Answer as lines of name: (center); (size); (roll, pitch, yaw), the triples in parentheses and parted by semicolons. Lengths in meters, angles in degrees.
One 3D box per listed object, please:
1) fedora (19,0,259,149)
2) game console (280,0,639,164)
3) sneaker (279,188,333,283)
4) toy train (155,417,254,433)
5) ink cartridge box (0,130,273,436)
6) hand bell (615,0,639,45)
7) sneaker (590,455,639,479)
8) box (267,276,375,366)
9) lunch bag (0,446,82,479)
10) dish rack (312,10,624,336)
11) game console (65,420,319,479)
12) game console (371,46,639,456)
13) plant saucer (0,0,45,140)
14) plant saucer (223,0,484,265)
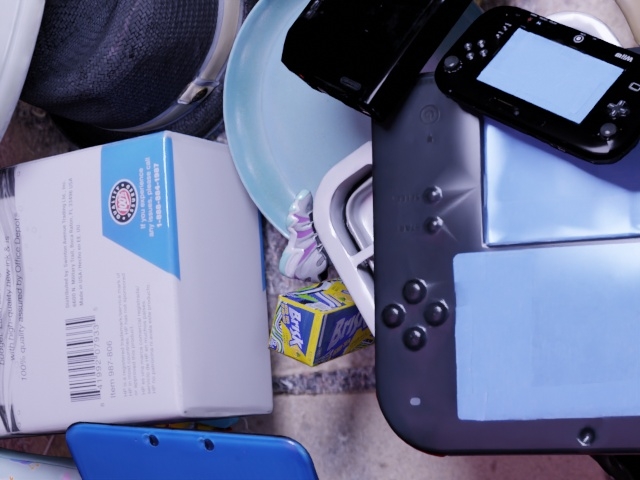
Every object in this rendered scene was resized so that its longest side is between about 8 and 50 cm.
fedora: (-0.227, -0.229, 1.674); (0.334, 0.152, 0.334); (5, 100, 32)
game console: (0.144, -0.176, 1.370); (0.361, 0.044, 0.213); (29, 80, 36)
sneaker: (0.000, 0.000, 1.573); (0.069, 0.038, 0.098); (19, 121, 18)
toy train: (-0.125, 0.223, 1.747); (0.166, 0.046, 0.125); (-38, 78, 34)
ink cartridge box: (-0.261, 0.063, 1.706); (0.395, 0.166, 0.285); (-9, 80, 33)
hand bell: (0.319, -0.141, 1.387); (0.126, 0.126, 0.242); (-10, 103, 33)
sneaker: (0.268, 0.155, 1.425); (0.293, 0.146, 0.102); (25, 110, 26)
box: (0.019, 0.074, 1.556); (0.054, 0.169, 0.059); (20, 107, 28)
lunch bag: (-0.324, 0.350, 1.765); (0.223, 0.160, 0.262); (10, 116, -13)
dish rack: (0.183, -0.012, 1.431); (0.333, 0.072, 0.285); (-35, 74, 21)
game console: (-0.073, 0.265, 1.608); (0.293, 0.250, 0.173); (0, 89, 32)
game console: (0.225, 0.009, 1.340); (0.386, 0.060, 0.342); (-4, 86, 25)
plant saucer: (-0.383, -0.267, 1.674); (0.400, 0.100, 0.400); (-36, 48, 56)
plant saucer: (0.054, -0.123, 1.555); (0.317, 0.044, 0.317); (7, 106, 24)
